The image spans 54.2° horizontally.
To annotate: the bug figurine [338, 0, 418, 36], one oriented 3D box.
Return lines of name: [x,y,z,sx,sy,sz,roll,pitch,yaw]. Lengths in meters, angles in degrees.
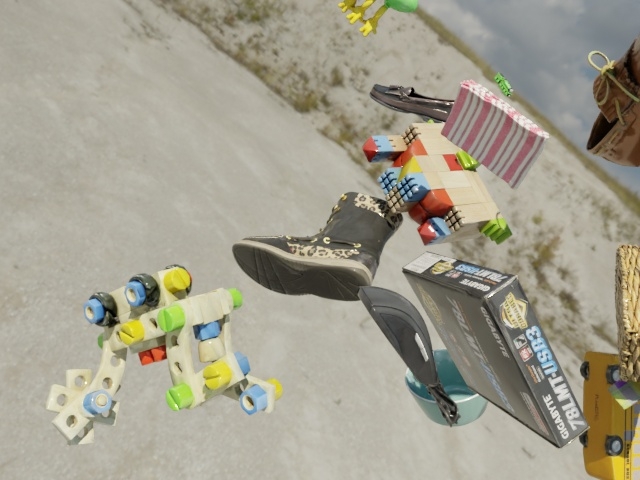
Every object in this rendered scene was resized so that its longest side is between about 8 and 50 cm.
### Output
bug figurine: [0.059,-0.353,0.630,0.216,0.279,0.072,43,-9,-11]

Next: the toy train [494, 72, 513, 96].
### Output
toy train: [0.449,-0.381,1.531,0.017,0.024,0.083,12,42,-28]

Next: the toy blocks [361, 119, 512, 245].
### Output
toy blocks: [0.261,-0.139,1.510,0.260,0.191,0.382,-8,65,-36]

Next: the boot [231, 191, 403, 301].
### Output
boot: [0.000,0.000,1.541,0.377,0.284,0.138,7,-50,31]

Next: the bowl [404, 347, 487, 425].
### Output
bowl: [0.461,0.526,2.178,0.311,0.311,0.163,-130,-157,-65]

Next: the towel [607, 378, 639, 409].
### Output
towel: [0.696,0.333,1.403,0.060,0.083,0.009,56,5,32]

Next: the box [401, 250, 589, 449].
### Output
box: [0.287,0.172,1.073,0.296,0.073,0.293,60,-10,-15]

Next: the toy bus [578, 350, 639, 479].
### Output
toy bus: [0.770,0.463,1.648,0.130,0.333,0.108,5,-5,-20]

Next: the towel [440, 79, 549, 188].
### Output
towel: [0.324,-0.199,1.194,0.197,0.029,0.144,43,-32,21]

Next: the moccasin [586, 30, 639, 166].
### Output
moccasin: [0.553,-0.271,1.132,0.146,0.139,0.380,8,-18,18]

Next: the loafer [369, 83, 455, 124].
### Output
loafer: [0.312,-0.466,2.059,0.302,0.095,0.109,24,37,10]

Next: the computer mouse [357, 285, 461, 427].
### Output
computer mouse: [0.137,0.144,0.957,0.262,0.060,0.184,55,3,-20]

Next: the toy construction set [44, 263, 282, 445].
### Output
toy construction set: [-0.219,0.153,0.828,0.151,0.327,0.215,-14,84,-66]

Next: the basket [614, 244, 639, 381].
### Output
basket: [0.765,0.143,1.356,0.222,0.299,0.214,1,-51,23]
